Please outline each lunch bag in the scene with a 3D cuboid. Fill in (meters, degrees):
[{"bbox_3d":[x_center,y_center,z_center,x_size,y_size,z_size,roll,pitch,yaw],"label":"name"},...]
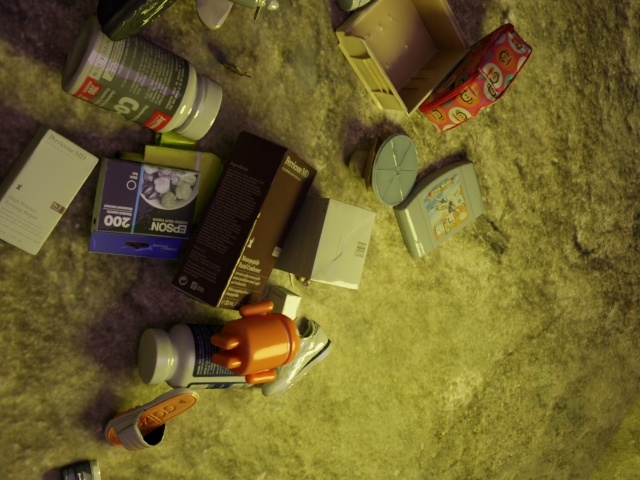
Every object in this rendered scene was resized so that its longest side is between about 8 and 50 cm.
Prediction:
[{"bbox_3d":[0.398,-0.421,1.731,0.120,0.258,0.293,45,64,-12],"label":"lunch bag"}]

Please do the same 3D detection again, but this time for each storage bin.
[{"bbox_3d":[0.209,-0.505,1.655,0.262,0.123,0.260,-47,124,-13],"label":"storage bin"}]

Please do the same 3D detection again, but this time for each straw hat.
[{"bbox_3d":[0.107,-0.200,1.707,0.061,0.144,0.145,10,100,4],"label":"straw hat"}]

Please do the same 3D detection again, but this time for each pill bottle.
[{"bbox_3d":[-0.353,-0.315,1.315,0.283,0.161,0.161,21,91,-35],"label":"pill bottle"},{"bbox_3d":[-0.282,0.272,1.533,0.264,0.153,0.153,8,99,-35],"label":"pill bottle"}]

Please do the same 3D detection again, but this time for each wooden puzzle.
[{"bbox_3d":[-0.194,-0.383,1.457,0.006,0.083,0.049,-64,157,-1],"label":"wooden puzzle"}]

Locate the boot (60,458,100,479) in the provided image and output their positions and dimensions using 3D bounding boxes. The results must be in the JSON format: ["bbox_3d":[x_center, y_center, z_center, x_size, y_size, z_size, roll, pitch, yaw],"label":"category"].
[{"bbox_3d":[-0.551,0.604,1.510,0.086,0.069,0.190,-6,99,-24],"label":"boot"}]

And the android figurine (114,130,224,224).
[{"bbox_3d":[-0.323,-0.124,1.453,0.272,0.056,0.248,1,102,-33],"label":"android figurine"}]

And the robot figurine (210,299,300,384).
[{"bbox_3d":[-0.137,0.229,1.472,0.219,0.158,0.128,-5,148,-40],"label":"robot figurine"}]

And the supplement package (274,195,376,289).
[{"bbox_3d":[0.000,0.000,1.597,0.149,0.203,0.194,16,88,-35],"label":"supplement package"}]

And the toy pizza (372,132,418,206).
[{"bbox_3d":[0.198,-0.193,1.775,0.201,0.032,0.201,-19,117,-43],"label":"toy pizza"}]

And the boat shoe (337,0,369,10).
[{"bbox_3d":[0.062,-0.680,1.535,0.084,0.095,0.258,-29,124,-26],"label":"boat shoe"}]

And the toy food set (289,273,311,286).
[{"bbox_3d":[-0.024,0.080,1.729,0.122,0.019,0.078,-21,114,-27],"label":"toy food set"}]

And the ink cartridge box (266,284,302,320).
[{"bbox_3d":[-0.103,0.185,1.664,0.052,0.088,0.122,12,97,-35],"label":"ink cartridge box"}]

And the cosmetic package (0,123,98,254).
[{"bbox_3d":[-0.557,-0.101,1.290,0.117,0.085,0.231,34,85,-36],"label":"cosmetic package"}]

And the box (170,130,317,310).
[{"bbox_3d":[-0.167,-0.034,1.490,0.381,0.143,0.191,-67,158,-1],"label":"box"}]

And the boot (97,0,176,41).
[{"bbox_3d":[-0.387,-0.632,1.139,0.367,0.146,0.445,-45,102,-4],"label":"boot"}]

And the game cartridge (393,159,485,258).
[{"bbox_3d":[0.353,-0.103,1.907,0.297,0.062,0.198,-34,123,-21],"label":"game cartridge"}]

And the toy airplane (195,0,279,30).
[{"bbox_3d":[-0.111,-0.655,1.310,0.384,0.272,0.386,-24,115,-25],"label":"toy airplane"}]

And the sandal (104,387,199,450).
[{"bbox_3d":[-0.389,0.421,1.483,0.265,0.076,0.102,-33,130,18],"label":"sandal"}]

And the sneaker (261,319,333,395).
[{"bbox_3d":[-0.077,0.315,1.733,0.235,0.090,0.095,-42,109,-21],"label":"sneaker"}]

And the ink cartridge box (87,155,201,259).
[{"bbox_3d":[-0.372,-0.060,1.384,0.206,0.045,0.208,6,101,-32],"label":"ink cartridge box"}]
